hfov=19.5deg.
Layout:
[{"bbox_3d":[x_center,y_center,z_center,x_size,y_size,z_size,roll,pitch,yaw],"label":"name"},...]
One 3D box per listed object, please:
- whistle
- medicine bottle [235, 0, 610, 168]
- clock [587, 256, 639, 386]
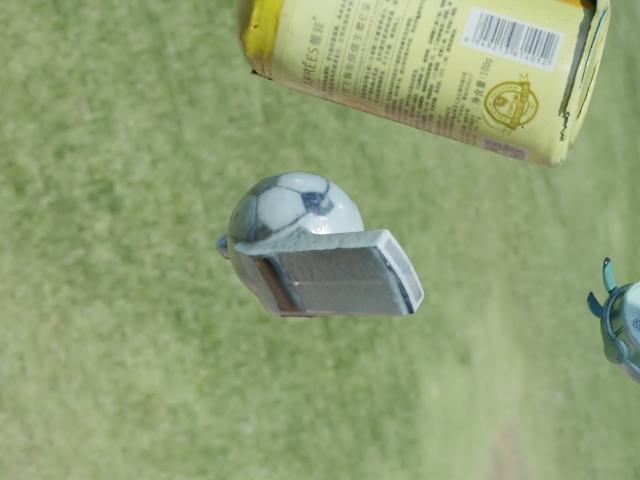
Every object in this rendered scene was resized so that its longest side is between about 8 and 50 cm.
[{"bbox_3d":[0.000,0.000,1.998,0.163,0.290,0.163,3,86,-51],"label":"whistle"},{"bbox_3d":[0.062,-0.134,1.211,0.124,0.239,0.124,18,90,-81],"label":"medicine bottle"},{"bbox_3d":[0.291,0.077,1.643,0.101,0.135,0.041,-57,-178,-37],"label":"clock"}]
